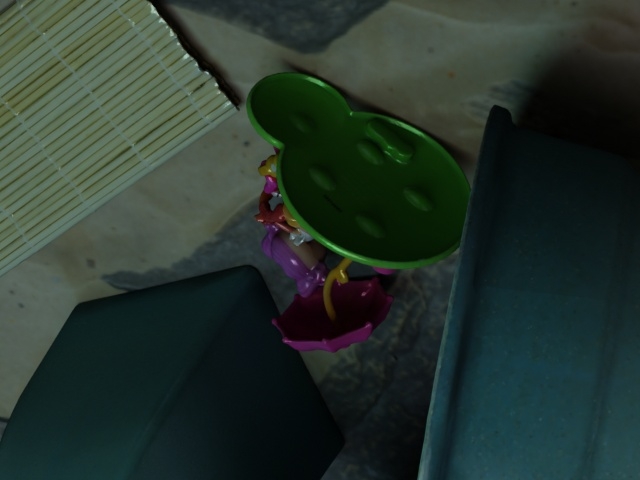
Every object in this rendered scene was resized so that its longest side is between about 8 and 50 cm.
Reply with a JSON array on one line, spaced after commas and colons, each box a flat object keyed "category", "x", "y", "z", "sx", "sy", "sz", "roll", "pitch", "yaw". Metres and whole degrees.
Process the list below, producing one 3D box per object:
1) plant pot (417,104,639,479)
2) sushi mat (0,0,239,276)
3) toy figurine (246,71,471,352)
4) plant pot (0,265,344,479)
[{"category": "plant pot", "x": 0.234, "y": 0.117, "z": 1.089, "sx": 0.334, "sy": 0.341, "sz": 0.341, "roll": 11, "pitch": 125, "yaw": 7}, {"category": "sushi mat", "x": -0.208, "y": -0.077, "z": 1.323, "sx": 0.316, "sy": 0.019, "sz": 0.151, "roll": -31, "pitch": 106, "yaw": 35}, {"category": "toy figurine", "x": 0.000, "y": 0.000, "z": 1.241, "sx": 0.173, "sy": 0.130, "sz": 0.159, "roll": 44, "pitch": 140, "yaw": 19}, {"category": "plant pot", "x": -0.123, "y": 0.161, "z": 1.306, "sx": 0.166, "sy": 0.234, "sz": 0.165, "roll": -13, "pitch": 115, "yaw": 30}]
